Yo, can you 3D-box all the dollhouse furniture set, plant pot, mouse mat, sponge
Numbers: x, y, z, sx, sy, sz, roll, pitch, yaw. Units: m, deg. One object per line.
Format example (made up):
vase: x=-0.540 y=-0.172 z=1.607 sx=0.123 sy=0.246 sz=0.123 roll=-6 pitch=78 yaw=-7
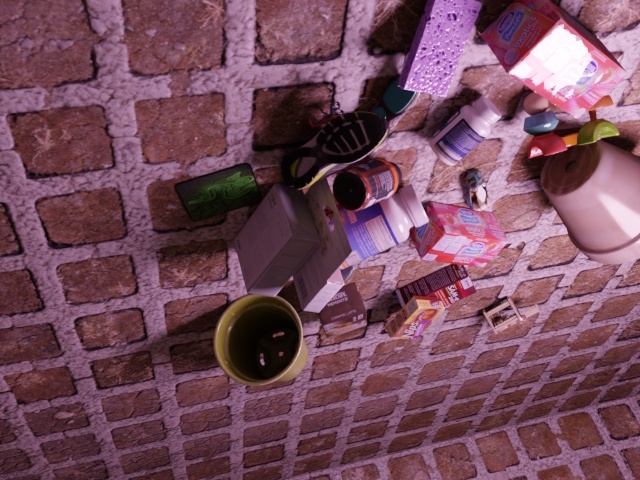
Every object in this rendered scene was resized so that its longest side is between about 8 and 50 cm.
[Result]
dollhouse furniture set: x=0.713 y=0.257 z=2.592 sx=0.181 sy=0.101 sz=0.161 roll=-32 pitch=167 yaw=16
plant pot: x=0.768 y=-0.136 z=1.928 sx=0.280 sy=0.323 sz=0.323 roll=30 pitch=124 yaw=-27
mouse mat: x=-0.246 y=-0.115 z=1.710 sx=0.189 sy=0.007 sz=0.153 roll=-18 pitch=144 yaw=-2
sponge: x=0.249 y=-0.410 z=1.465 sx=0.117 sy=0.031 sz=0.210 roll=5 pitch=116 yaw=-30
plant pot: x=-0.156 y=0.327 z=2.146 sx=0.276 sy=0.276 sz=0.254 roll=-23 pitch=156 yaw=5

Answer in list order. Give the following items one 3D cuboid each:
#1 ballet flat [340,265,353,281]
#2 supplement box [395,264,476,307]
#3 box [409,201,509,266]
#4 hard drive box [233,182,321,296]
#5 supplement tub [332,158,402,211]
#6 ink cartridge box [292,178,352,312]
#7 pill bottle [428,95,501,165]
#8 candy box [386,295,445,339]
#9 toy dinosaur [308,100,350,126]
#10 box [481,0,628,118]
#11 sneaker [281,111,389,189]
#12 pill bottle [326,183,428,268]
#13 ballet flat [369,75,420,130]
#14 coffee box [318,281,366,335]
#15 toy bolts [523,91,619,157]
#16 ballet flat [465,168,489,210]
ballet flat: x=0.008 y=0.121 z=2.083 sx=0.203 sy=0.074 sz=0.074 roll=-37 pitch=141 yaw=27
supplement box: x=0.384 y=0.170 z=2.314 sx=0.239 sy=0.073 sz=0.130 roll=-27 pitch=143 yaw=10
box: x=0.401 y=-0.015 z=2.035 sx=0.256 sy=0.123 sz=0.128 roll=7 pitch=137 yaw=-32
hard drive box: x=-0.116 y=0.001 z=1.773 sx=0.089 sy=0.181 sz=0.232 roll=11 pitch=135 yaw=-36
supplement tub: x=0.124 y=-0.141 z=1.713 sx=0.198 sy=0.106 sz=0.106 roll=-24 pitch=158 yaw=-50
ink cartridge box: x=0.000 y=0.000 z=1.741 sx=0.060 sy=0.275 sz=0.239 roll=11 pitch=135 yaw=-34
pill bottle: x=0.354 y=-0.270 z=1.704 sx=0.094 sy=0.094 sz=0.169 roll=18 pitch=131 yaw=-40
candy box: x=0.308 y=0.254 z=2.284 sx=0.109 sy=0.053 sz=0.187 roll=7 pitch=137 yaw=-29
toy dinosaur: x=0.017 y=-0.279 z=1.567 sx=0.082 sy=0.090 sz=0.047 roll=-43 pitch=133 yaw=-21
box: x=0.523 y=-0.414 z=1.550 sx=0.299 sy=0.142 sz=0.154 roll=16 pitch=132 yaw=-39
sneaker: x=0.043 y=-0.215 z=1.599 sx=0.299 sy=0.111 sz=0.121 roll=-22 pitch=-178 yaw=40
pill bottle: x=0.142 y=-0.044 z=1.856 sx=0.271 sy=0.152 sz=0.152 roll=-26 pitch=144 yaw=8
ballet flat: x=0.168 y=-0.302 z=1.607 sx=0.079 sy=0.077 sz=0.221 roll=-8 pitch=151 yaw=-46
coffee box: x=0.063 y=0.219 z=2.148 sx=0.141 sy=0.098 sz=0.246 roll=-19 pitch=163 yaw=-3
toy bolts: x=0.600 y=-0.311 z=1.774 sx=0.228 sy=0.159 sz=0.218 roll=-17 pitch=-174 yaw=-20
ballet flat: x=0.445 y=-0.122 z=1.966 sx=0.070 sy=0.070 sz=0.188 roll=-25 pitch=144 yaw=8
